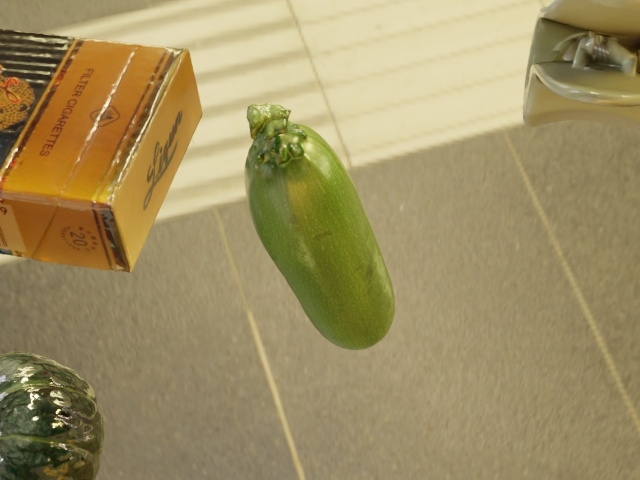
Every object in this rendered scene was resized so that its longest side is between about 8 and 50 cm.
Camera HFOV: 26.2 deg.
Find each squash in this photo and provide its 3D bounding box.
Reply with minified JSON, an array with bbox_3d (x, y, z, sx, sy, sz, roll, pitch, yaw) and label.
[{"bbox_3d":[-0.363,0.254,1.615,0.252,0.165,0.252,-22,57,38],"label":"squash"},{"bbox_3d":[0.000,0.000,1.266,0.101,0.378,0.101,-7,56,10],"label":"squash"}]

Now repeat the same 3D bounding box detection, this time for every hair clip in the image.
[{"bbox_3d":[0.277,-0.171,1.335,0.173,0.282,0.113,11,89,15],"label":"hair clip"}]

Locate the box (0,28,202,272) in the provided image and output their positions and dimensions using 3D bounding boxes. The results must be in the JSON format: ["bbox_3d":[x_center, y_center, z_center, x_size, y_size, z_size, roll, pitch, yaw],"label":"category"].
[{"bbox_3d":[-0.214,-0.069,0.903,0.237,0.070,0.152,9,49,11],"label":"box"}]
